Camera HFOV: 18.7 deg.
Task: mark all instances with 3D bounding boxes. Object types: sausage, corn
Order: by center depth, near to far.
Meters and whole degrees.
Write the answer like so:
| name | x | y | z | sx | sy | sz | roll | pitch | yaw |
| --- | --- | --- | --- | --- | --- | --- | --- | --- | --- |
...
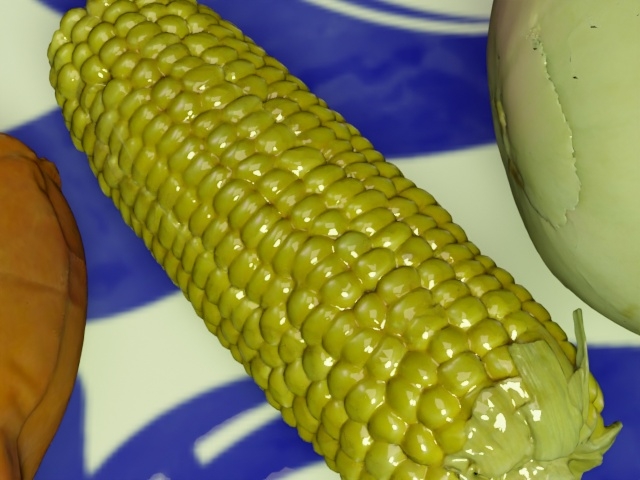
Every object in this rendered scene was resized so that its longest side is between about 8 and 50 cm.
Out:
| name | x | y | z | sx | sy | sz | roll | pitch | yaw |
| --- | --- | --- | --- | --- | --- | --- | --- | --- | --- |
| sausage | -0.127 | 0.046 | 0.686 | 0.089 | 0.089 | 0.179 | -4 | 59 | 5 |
| corn | -0.004 | 0.003 | 0.689 | 0.091 | 0.091 | 0.260 | -35 | 62 | -13 |

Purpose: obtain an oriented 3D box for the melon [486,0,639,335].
| name | x | y | z | sx | sy | sz | roll | pitch | yaw |
| --- | --- | --- | --- | --- | --- | --- | --- | --- | --- |
| melon | 0.209 | -0.073 | 0.626 | 0.317 | 0.223 | 0.223 | -15 | 64 | -4 |
